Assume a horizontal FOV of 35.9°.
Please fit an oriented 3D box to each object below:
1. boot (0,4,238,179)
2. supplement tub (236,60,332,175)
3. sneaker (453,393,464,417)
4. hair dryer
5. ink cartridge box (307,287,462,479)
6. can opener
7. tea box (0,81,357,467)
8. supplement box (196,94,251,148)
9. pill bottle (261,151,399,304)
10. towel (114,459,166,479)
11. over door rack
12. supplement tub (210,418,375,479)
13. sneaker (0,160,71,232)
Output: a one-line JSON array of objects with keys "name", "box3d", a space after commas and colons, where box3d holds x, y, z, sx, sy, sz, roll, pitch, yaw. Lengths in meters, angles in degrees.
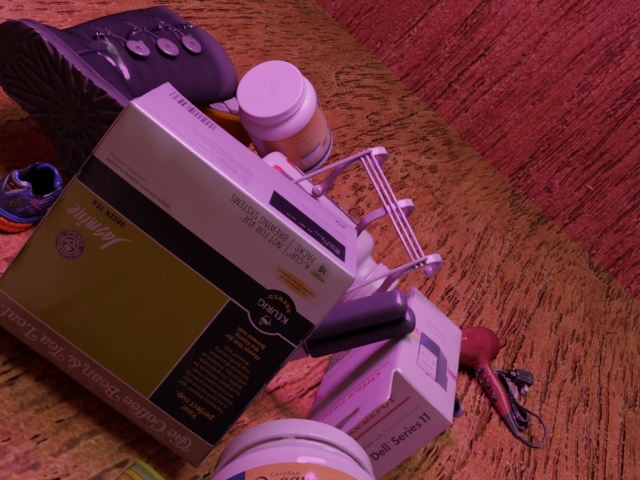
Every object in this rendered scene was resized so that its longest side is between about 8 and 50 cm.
[{"name": "boot", "box3d": [-0.264, -0.217, 1.584, 0.367, 0.146, 0.445, 52, 23, 3]}, {"name": "supplement tub", "box3d": [-0.066, -0.219, 1.807, 0.144, 0.144, 0.200, 56, -4, 31]}, {"name": "sneaker", "box3d": [0.160, 0.234, 1.686, 0.228, 0.086, 0.132, 32, 1, -21]}, {"name": "hair dryer", "box3d": [0.343, 0.262, 1.973, 0.293, 0.080, 0.224, 34, 25, -16]}, {"name": "ink cartridge box", "box3d": [0.092, 0.236, 1.469, 0.119, 0.207, 0.353, 45, 23, -8]}, {"name": "can opener", "box3d": [-0.003, 0.153, 1.425, 0.095, 0.283, 0.076, -89, 158, -47]}, {"name": "tea box", "box3d": [-0.176, 0.036, 1.238, 0.329, 0.323, 0.220, 39, 13, -8]}, {"name": "supplement box", "box3d": [-0.254, -0.248, 1.892, 0.191, 0.129, 0.194, 7, 41, -52]}, {"name": "pill bottle", "box3d": [-0.019, 0.010, 1.738, 0.318, 0.176, 0.176, 43, 23, 5]}, {"name": "towel", "box3d": [-0.222, 0.325, 1.075, 0.102, 0.021, 0.237, 38, 24, 7]}, {"name": "over door rack", "box3d": [0.000, 0.000, 1.582, 0.324, 0.108, 0.240, -18, 64, -16]}, {"name": "supplement tub", "box3d": [-0.031, 0.362, 1.034, 0.228, 0.228, 0.316, 33, 24, -18]}, {"name": "sneaker", "box3d": [-0.391, -0.072, 1.425, 0.083, 0.087, 0.221, 44, 23, 5]}]
